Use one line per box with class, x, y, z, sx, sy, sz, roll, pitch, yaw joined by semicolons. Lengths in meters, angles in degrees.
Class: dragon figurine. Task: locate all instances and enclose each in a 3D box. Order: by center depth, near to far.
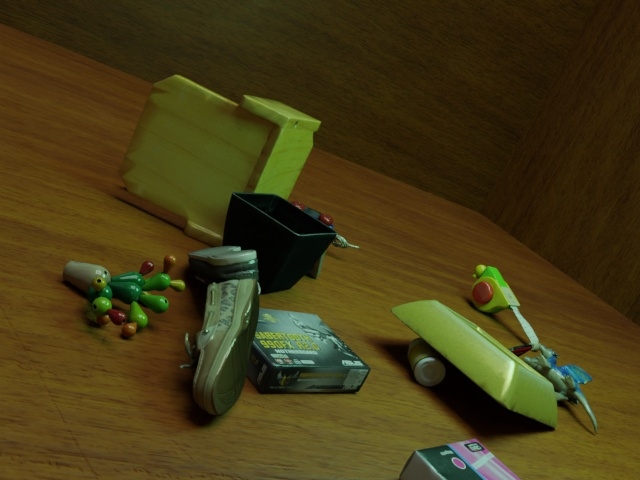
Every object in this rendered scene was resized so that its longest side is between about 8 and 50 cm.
dragon figurine;0.608;0.352;1.698;0.144;0.085;0.289;12;19;-41

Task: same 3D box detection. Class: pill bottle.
pill bottle;0.218;0.250;1.436;0.065;0.065;0.116;23;15;-11

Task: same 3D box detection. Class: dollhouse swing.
dollhouse swing;-0.242;-0.201;1.654;0.305;0.346;0.315;29;15;13

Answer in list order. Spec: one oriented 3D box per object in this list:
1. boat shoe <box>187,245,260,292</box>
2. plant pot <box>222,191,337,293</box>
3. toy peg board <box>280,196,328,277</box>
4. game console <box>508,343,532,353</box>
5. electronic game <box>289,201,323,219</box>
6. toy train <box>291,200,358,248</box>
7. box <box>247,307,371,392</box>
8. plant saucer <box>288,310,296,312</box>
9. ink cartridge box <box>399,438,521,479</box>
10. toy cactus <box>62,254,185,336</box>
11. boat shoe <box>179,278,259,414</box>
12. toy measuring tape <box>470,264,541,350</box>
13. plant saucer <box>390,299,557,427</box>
boat shoe;-0.187;0.065;1.317;0.112;0.095;0.335;-8;4;-17
plant pot;-0.107;0.012;1.508;0.188;0.166;0.187;32;16;23
toy peg board;-0.075;0.007;1.660;0.161;0.160;0.079;32;44;22
game console;0.441;0.267;1.722;0.144;0.124;0.085;5;52;-53
electronic game;-0.070;-0.066;2.054;0.229;0.048;0.229;16;15;-5
toy train;0.000;0.000;1.871;0.248;0.105;0.143;23;26;-11
box;-0.051;0.191;1.206;0.231;0.056;0.183;12;21;-42
plant saucer;-0.045;0.165;1.384;0.084;0.015;0.083;25;15;-7
ink cartridge box;0.295;0.432;0.967;0.176;0.069;0.371;10;24;-47
toy cactus;-0.329;0.070;1.105;0.181;0.112;0.219;19;22;10
boat shoe;-0.155;0.155;1.039;0.090;0.104;0.285;2;26;4
toy measuring tape;0.547;0.216;2.094;0.121;0.121;0.330;12;43;-42
plant saucer;0.353;0.250;1.483;0.333;0.081;0.333;39;6;40
